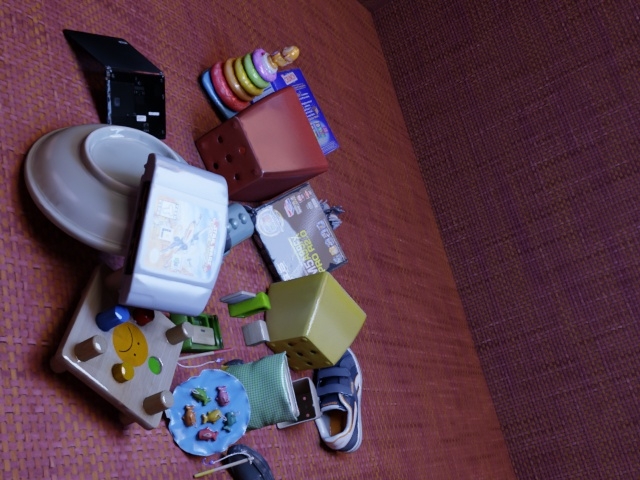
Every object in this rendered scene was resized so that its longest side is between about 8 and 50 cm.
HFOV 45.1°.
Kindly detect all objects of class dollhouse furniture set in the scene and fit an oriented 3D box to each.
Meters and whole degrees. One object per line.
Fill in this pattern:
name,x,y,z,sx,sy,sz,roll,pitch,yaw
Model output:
dollhouse furniture set,-0.192,0.280,1.732,0.151,0.198,0.301,29,44,-66

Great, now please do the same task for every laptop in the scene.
laptop,-0.508,-0.384,1.926,0.234,0.137,0.264,-18,110,-64

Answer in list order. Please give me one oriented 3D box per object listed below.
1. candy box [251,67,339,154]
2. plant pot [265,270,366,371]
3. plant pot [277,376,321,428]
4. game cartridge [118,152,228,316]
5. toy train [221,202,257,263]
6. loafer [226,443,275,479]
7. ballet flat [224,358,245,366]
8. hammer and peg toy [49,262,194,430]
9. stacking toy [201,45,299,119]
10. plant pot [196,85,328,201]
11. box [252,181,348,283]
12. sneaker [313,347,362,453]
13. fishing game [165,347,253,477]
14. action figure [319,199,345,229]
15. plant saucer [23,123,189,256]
candy box,-0.092,-0.417,2.638,0.317,0.122,0.268,64,26,-6
plant pot,-0.031,0.238,2.115,0.212,0.212,0.187,49,43,-32
plant pot,-0.053,0.428,2.009,0.096,0.109,0.109,42,32,-63
game cartridge,-0.280,-0.005,1.524,0.198,0.062,0.297,15,80,-38
toy train,-0.272,0.000,1.837,0.142,0.190,0.334,61,25,-3
loafer,-0.142,0.555,1.747,0.223,0.076,0.078,60,18,-22
ballet flat,-0.190,0.372,1.866,0.049,0.057,0.173,-13,75,-23
hammer and peg toy,-0.384,0.168,1.556,0.266,0.127,0.361,48,30,-30
stacking toy,-0.192,-0.506,2.306,0.165,0.302,0.175,58,27,-18
plant pot,-0.185,-0.253,2.179,0.236,0.267,0.267,-26,91,-53
box,-0.071,-0.004,2.246,0.216,0.060,0.270,-28,96,-24
sneaker,0.047,0.429,2.169,0.127,0.126,0.321,38,38,-55
fishing game,-0.237,0.368,1.651,0.189,0.041,0.264,-6,87,-25
action figure,0.000,0.000,2.399,0.099,0.185,0.284,12,67,-21
plant saucer,-0.401,-0.135,1.608,0.401,0.100,0.400,22,36,-17
